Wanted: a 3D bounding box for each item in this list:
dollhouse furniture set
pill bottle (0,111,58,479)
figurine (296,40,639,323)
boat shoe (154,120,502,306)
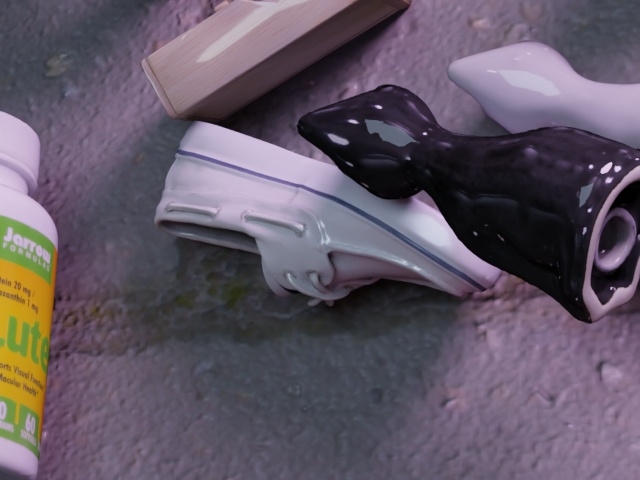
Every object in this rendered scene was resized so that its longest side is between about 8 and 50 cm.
[{"bbox_3d":[-0.075,-0.222,1.149,0.161,0.212,0.242,-31,84,13],"label":"dollhouse furniture set"},{"bbox_3d":[-0.245,0.040,1.152,0.136,0.136,0.246,-9,64,23],"label":"pill bottle"},{"bbox_3d":[0.128,-0.057,0.995,0.209,0.215,0.092,26,124,36],"label":"figurine"},{"bbox_3d":[0.000,0.000,1.085,0.258,0.095,0.084,21,82,43],"label":"boat shoe"}]
